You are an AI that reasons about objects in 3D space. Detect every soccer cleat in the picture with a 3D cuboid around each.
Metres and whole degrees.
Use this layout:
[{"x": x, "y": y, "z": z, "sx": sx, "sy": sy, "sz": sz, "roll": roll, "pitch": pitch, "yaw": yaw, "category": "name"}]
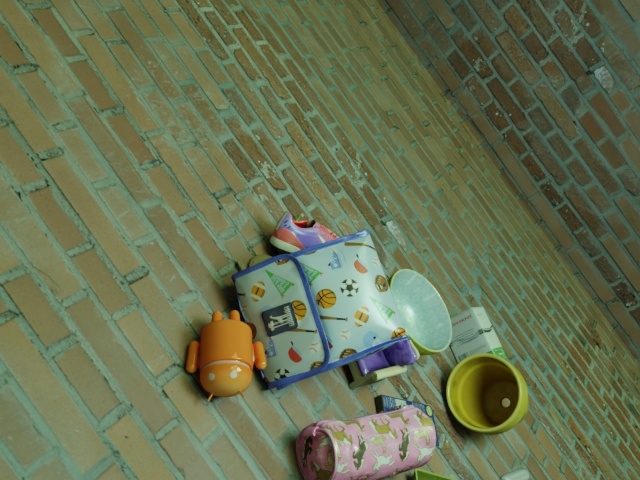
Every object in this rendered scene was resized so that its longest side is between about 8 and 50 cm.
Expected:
[{"x": 0.000, "y": 0.000, "z": 1.958, "sx": 0.318, "sy": 0.116, "sz": 0.109, "roll": 14, "pitch": 12, "yaw": -33, "category": "soccer cleat"}]

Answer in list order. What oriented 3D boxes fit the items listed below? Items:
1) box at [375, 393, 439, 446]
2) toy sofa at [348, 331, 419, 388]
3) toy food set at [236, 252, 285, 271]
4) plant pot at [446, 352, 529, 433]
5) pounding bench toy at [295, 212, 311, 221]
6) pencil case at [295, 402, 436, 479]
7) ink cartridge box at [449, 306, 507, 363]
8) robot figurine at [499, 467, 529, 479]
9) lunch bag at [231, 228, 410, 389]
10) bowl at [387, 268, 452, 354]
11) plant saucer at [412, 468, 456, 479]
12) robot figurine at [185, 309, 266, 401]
[{"x": 0.261, "y": 0.546, "z": 1.925, "sx": 0.225, "sy": 0.036, "sz": 0.136, "roll": 21, "pitch": 48, "yaw": -35, "category": "box"}, {"x": 0.128, "y": 0.239, "z": 1.910, "sx": 0.150, "sy": 0.177, "sz": 0.362, "roll": 0, "pitch": 62, "yaw": -48, "category": "toy sofa"}, {"x": -0.151, "y": 0.100, "z": 1.838, "sx": 0.192, "sy": 0.038, "sz": 0.132, "roll": -7, "pitch": 60, "yaw": -43, "category": "toy food set"}, {"x": 0.582, "y": 0.524, "z": 2.147, "sx": 0.239, "sy": 0.254, "sz": 0.253, "roll": 32, "pitch": 39, "yaw": -49, "category": "plant pot"}, {"x": -0.066, "y": -0.044, "z": 2.028, "sx": 0.065, "sy": 0.052, "sz": 0.083, "roll": -13, "pitch": 71, "yaw": -51, "category": "pounding bench toy"}, {"x": 0.122, "y": 0.528, "z": 1.656, "sx": 0.386, "sy": 0.160, "sz": 0.167, "roll": 2, "pitch": 38, "yaw": -40, "category": "pencil case"}, {"x": 0.547, "y": 0.360, "z": 2.301, "sx": 0.087, "sy": 0.153, "sz": 0.208, "roll": 0, "pitch": 62, "yaw": -49, "category": "ink cartridge box"}, {"x": 0.590, "y": 0.839, "z": 1.914, "sx": 0.354, "sy": 0.200, "sz": 0.299, "roll": 12, "pitch": 76, "yaw": -43, "category": "robot figurine"}, {"x": -0.009, "y": 0.183, "z": 1.695, "sx": 0.386, "sy": 0.239, "sz": 0.327, "roll": -16, "pitch": 79, "yaw": -15, "category": "lunch bag"}, {"x": 0.273, "y": 0.253, "z": 2.077, "sx": 0.290, "sy": 0.156, "sz": 0.289, "roll": 28, "pitch": 43, "yaw": -30, "category": "bowl"}, {"x": 0.325, "y": 0.759, "z": 1.816, "sx": 0.188, "sy": 0.045, "sz": 0.188, "roll": 27, "pitch": 43, "yaw": -33, "category": "plant saucer"}, {"x": -0.221, "y": 0.275, "z": 1.528, "sx": 0.158, "sy": 0.128, "sz": 0.219, "roll": 24, "pitch": 45, "yaw": -35, "category": "robot figurine"}]
